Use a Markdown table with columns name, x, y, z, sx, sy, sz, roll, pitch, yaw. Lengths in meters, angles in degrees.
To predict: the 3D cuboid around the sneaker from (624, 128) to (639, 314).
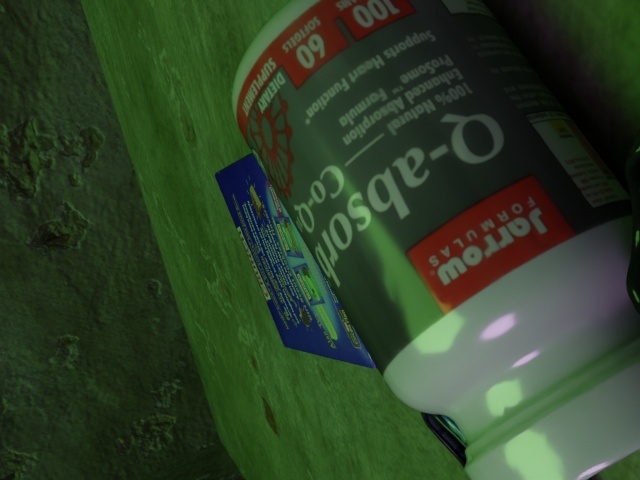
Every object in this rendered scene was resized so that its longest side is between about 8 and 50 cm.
| name | x | y | z | sx | sy | sz | roll | pitch | yaw |
| --- | --- | --- | --- | --- | --- | --- | --- | --- | --- |
| sneaker | 0.214 | -0.062 | 0.396 | 0.101 | 0.106 | 0.267 | 47 | 152 | 47 |

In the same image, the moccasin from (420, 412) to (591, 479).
| name | x | y | z | sx | sy | sz | roll | pitch | yaw |
| --- | --- | --- | --- | --- | --- | --- | --- | --- | --- |
| moccasin | 0.208 | 0.284 | 0.784 | 0.342 | 0.117 | 0.137 | 59 | 159 | 21 |

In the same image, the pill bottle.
| name | x | y | z | sx | sy | sz | roll | pitch | yaw |
| --- | --- | --- | --- | --- | --- | --- | --- | --- | --- |
| pill bottle | 0.103 | -0.009 | 0.590 | 0.362 | 0.210 | 0.210 | 59 | 159 | 20 |

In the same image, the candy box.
| name | x | y | z | sx | sy | sz | roll | pitch | yaw |
| --- | --- | --- | --- | --- | --- | --- | --- | --- | --- |
| candy box | 0.000 | 0.000 | 1.006 | 0.268 | 0.122 | 0.317 | 68 | 160 | -6 |
